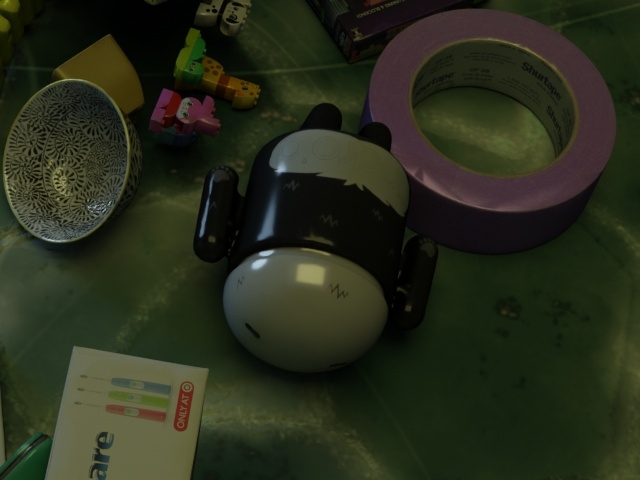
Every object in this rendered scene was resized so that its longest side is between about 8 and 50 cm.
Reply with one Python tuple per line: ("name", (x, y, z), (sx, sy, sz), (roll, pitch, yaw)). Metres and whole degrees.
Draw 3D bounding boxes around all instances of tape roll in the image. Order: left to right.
("tape roll", (0.182, -0.123, 1.838), (0.275, 0.090, 0.275), (3, 58, -5))

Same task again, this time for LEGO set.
("LEGO set", (-0.115, -0.170, 1.828), (0.093, 0.087, 0.227), (18, 51, -1))

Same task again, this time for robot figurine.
("robot figurine", (-0.003, 0.000, 1.687), (0.209, 0.173, 0.278), (-2, 55, 20))

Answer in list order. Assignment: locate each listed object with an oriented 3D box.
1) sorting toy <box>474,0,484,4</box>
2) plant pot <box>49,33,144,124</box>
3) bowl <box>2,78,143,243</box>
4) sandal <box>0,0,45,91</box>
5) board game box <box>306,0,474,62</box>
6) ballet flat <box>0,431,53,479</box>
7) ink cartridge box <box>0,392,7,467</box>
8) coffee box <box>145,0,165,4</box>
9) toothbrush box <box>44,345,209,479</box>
("sorting toy", (0.196, -0.324, 1.994), (0.042, 0.061, 0.102), (21, 54, -47))
("plant pot", (-0.237, -0.156, 1.804), (0.081, 0.081, 0.083), (-38, 83, -27))
("bowl", (-0.242, -0.078, 1.734), (0.080, 0.170, 0.170), (11, 41, -57))
("sandal", (-0.383, -0.270, 1.829), (0.138, 0.126, 0.317), (17, 56, 7))
("board game box", (0.073, -0.298, 1.954), (0.170, 0.048, 0.141), (-23, 63, -21))
("ballet flat", (-0.299, 0.276, 1.472), (0.247, 0.083, 0.087), (-44, 82, 12))
("ink cartridge box", (-0.411, 0.191, 1.576), (0.224, 0.045, 0.223), (-6, 59, -12))
("coffee box", (-0.178, -0.512, 1.814), (0.338, 0.338, 0.334), (33, 32, 13))
("toothbrush box", (-0.178, 0.252, 1.433), (0.122, 0.283, 0.206), (9, 57, -2))
